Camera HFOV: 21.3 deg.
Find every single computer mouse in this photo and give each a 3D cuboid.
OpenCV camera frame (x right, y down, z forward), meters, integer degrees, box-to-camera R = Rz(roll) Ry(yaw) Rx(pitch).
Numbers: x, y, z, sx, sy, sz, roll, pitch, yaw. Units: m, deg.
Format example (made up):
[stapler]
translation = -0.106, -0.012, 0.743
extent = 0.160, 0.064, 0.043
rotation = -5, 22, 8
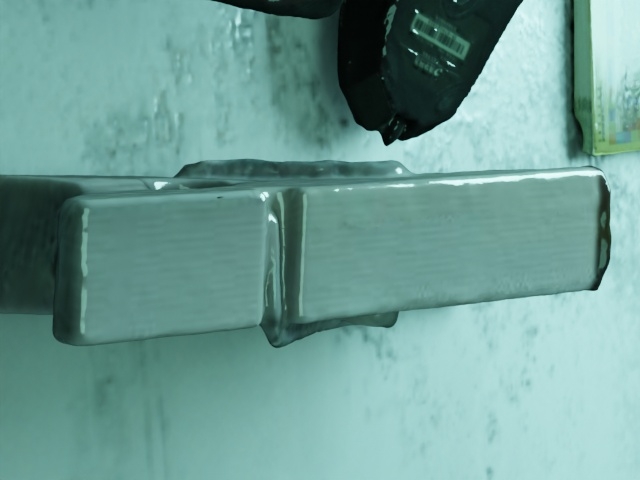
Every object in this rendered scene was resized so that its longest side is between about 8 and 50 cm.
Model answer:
[computer mouse]
translation = 0.055, -0.132, 0.878
extent = 0.099, 0.057, 0.172
rotation = 25, 89, -44

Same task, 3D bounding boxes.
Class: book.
[book]
translation = 0.220, -0.144, 1.061
extent = 0.192, 0.013, 0.168
rotation = -11, 101, -43

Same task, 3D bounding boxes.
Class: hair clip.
[hair clip]
translation = -0.001, 0.005, 0.810
extent = 0.330, 0.101, 0.085
rotation = -5, 103, -42

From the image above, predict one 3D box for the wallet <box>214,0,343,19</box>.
[wallet]
translation = -0.113, -0.225, 0.663
extent = 0.323, 0.041, 0.247
rotation = 10, 86, -23
